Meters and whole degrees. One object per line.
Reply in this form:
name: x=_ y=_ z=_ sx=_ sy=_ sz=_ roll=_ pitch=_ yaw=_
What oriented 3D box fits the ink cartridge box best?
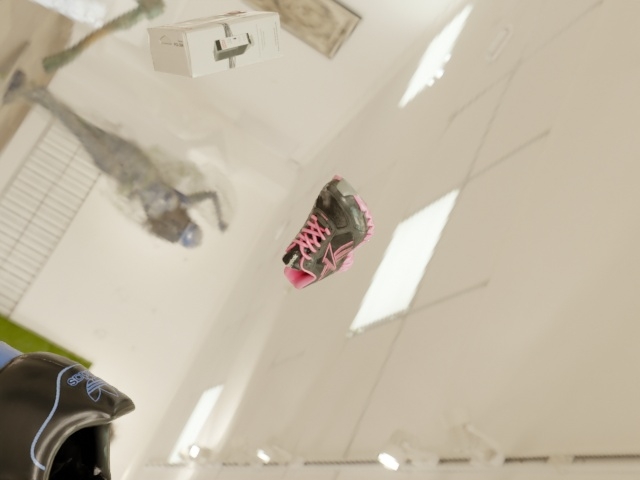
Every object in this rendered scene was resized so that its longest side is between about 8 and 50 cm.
ink cartridge box: x=-0.129 y=-0.243 z=1.072 sx=0.135 sy=0.056 sz=0.099 roll=-21 pitch=-154 yaw=-32

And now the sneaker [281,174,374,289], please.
sneaker: x=0.000 y=0.000 z=0.623 sx=0.057 sy=0.047 sz=0.119 roll=-30 pitch=159 yaw=-23

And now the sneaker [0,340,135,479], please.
sneaker: x=-0.160 y=0.173 z=0.463 sx=0.081 sy=0.090 sz=0.232 roll=-21 pitch=124 yaw=-70
